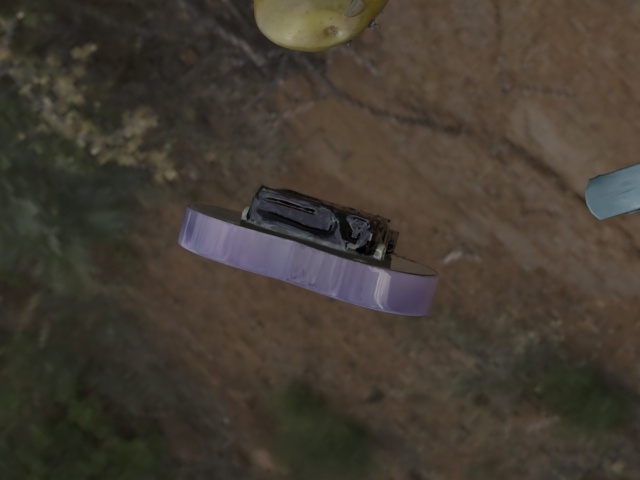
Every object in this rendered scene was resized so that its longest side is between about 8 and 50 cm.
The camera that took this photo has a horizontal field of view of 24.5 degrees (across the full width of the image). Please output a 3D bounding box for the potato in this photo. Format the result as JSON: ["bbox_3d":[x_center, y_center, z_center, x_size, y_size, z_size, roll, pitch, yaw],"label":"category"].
[{"bbox_3d":[-0.004,-0.317,1.484,0.173,0.300,0.140,-30,141,35],"label":"potato"}]

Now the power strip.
[{"bbox_3d":[0.323,-0.061,1.318,0.216,0.137,0.044,145,109,-78],"label":"power strip"}]

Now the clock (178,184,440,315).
[{"bbox_3d":[0.000,0.000,1.124,0.198,0.064,0.172,17,-174,14],"label":"clock"}]
